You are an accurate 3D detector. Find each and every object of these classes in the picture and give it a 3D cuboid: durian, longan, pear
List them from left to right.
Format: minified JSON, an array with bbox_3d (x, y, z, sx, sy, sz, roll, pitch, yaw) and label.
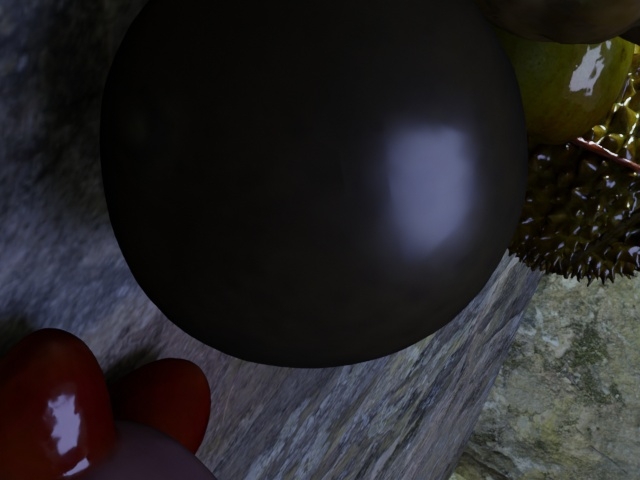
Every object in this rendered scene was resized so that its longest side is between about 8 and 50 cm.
[{"bbox_3d":[-0.006,-0.050,0.557,0.258,0.258,0.258,-51,158,-29],"label":"longan"},{"bbox_3d":[0.246,-0.208,1.062,0.200,0.200,0.200,-51,158,-29],"label":"pear"},{"bbox_3d":[0.363,-0.107,1.276,0.384,0.347,0.348,-43,154,-43],"label":"durian"}]

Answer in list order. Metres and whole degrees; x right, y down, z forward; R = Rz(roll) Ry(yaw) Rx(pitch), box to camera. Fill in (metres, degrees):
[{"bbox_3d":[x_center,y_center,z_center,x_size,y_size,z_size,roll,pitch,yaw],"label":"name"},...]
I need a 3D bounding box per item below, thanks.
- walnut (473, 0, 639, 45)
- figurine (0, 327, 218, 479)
[{"bbox_3d":[0.205,-0.306,0.650,0.383,0.383,0.384,-51,158,-29],"label":"walnut"},{"bbox_3d":[-0.150,0.226,0.652,0.211,0.261,0.269,-35,163,6],"label":"figurine"}]
